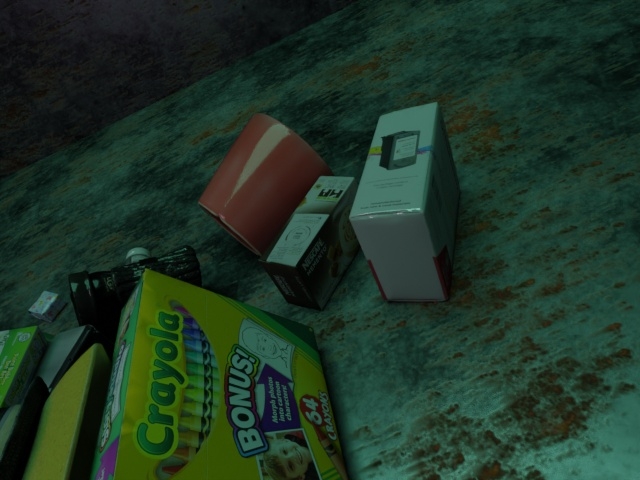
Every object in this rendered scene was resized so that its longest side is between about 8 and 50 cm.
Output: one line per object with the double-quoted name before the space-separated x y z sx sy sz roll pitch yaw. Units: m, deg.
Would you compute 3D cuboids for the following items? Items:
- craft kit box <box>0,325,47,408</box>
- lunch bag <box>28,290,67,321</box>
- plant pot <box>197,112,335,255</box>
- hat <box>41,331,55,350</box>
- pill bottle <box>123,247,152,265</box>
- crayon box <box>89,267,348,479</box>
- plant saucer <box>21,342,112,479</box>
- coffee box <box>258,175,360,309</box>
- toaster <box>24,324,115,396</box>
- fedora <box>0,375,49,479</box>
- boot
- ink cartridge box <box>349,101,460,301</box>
"craft kit box" -0.648 0.269 0.838 0.246 0.061 0.250 -9 37 -2
"lunch bag" -0.760 0.181 1.336 0.083 0.053 0.071 8 53 25
"plant pot" -0.133 -0.113 1.127 0.243 0.275 0.275 -51 42 -10
"hat" -0.707 0.333 1.156 0.208 0.184 0.173 34 41 7
"pill bottle" -0.469 0.082 1.243 0.078 0.078 0.137 -29 38 0
"crayon box" -0.130 0.238 0.669 0.106 0.313 0.363 -50 32 24
"plant saucer" -0.295 0.364 0.615 0.080 0.333 0.333 -10 39 -6
"coffee box" 0.000 0.000 0.994 0.098 0.141 0.246 8 51 37
"toaster" -0.470 0.289 0.948 0.110 0.168 0.186 -14 40 23
"fedora" -0.465 0.326 0.591 0.334 0.152 0.334 -51 30 45
"boot" -0.417 0.131 1.099 0.260 0.131 0.348 -16 -10 -29
"ink cartridge box" 0.172 -0.072 0.899 0.131 0.226 0.306 -6 43 25
